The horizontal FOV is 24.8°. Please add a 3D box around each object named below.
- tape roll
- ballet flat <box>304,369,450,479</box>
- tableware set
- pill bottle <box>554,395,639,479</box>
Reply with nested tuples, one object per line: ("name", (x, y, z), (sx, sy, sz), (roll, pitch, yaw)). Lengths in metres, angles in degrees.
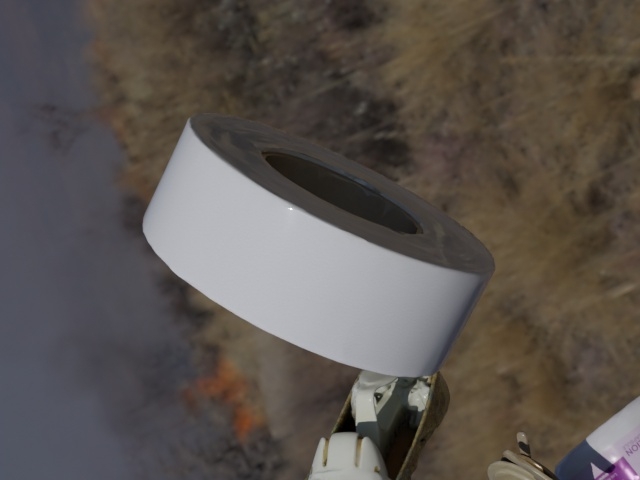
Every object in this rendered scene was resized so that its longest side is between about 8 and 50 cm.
("tape roll", (0.000, 0.000, 1.211), (0.100, 0.286, 0.286), (-64, 30, 13))
("ballet flat", (0.048, 0.220, 1.518), (0.348, 0.123, 0.123), (-57, -45, -50))
("tableware set", (0.252, 0.264, 1.414), (0.194, 0.039, 0.128), (34, 153, 12))
("pill bottle", (0.395, 0.307, 1.498), (0.301, 0.169, 0.169), (52, 166, 16))
